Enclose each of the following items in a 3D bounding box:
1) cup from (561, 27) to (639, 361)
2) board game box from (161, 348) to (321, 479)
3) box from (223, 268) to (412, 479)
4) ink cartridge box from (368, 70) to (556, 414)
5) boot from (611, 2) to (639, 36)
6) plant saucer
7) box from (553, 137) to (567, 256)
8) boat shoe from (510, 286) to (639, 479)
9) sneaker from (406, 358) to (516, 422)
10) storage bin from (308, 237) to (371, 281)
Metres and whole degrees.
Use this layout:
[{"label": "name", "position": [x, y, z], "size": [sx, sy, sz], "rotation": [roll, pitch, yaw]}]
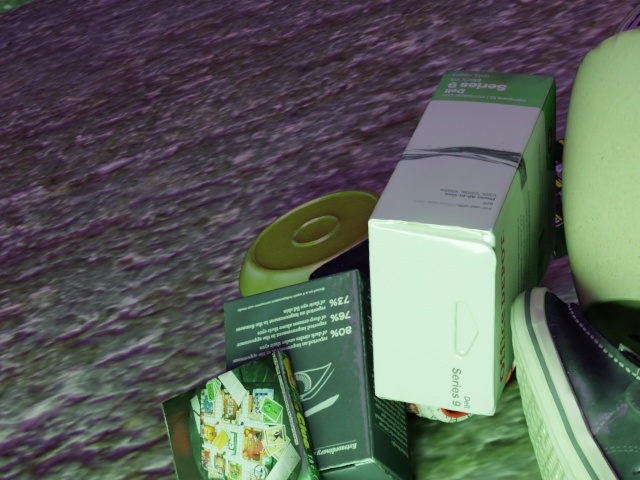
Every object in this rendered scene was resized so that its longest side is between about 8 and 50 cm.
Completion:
[{"label": "cup", "position": [0.360, -0.009, 1.548], "size": [0.331, 0.331, 0.237], "rotation": [2, 62, 44]}, {"label": "board game box", "position": [-0.062, 0.241, 1.541], "size": [0.136, 0.030, 0.259], "rotation": [-23, 58, 14]}, {"label": "box", "position": [-0.004, 0.152, 1.636], "size": [0.153, 0.108, 0.207], "rotation": [-14, 61, 21]}, {"label": "ink cartridge box", "position": [0.142, -0.005, 1.600], "size": [0.122, 0.211, 0.289], "rotation": [7, 35, 17]}, {"label": "boot", "position": [0.504, -0.272, 2.133], "size": [0.236, 0.085, 0.178], "rotation": [-30, 28, -12]}, {"label": "plant saucer", "position": [0.000, 0.000, 2.112], "size": [0.241, 0.037, 0.241], "rotation": [-20, 25, 10]}, {"label": "box", "position": [0.313, -0.069, 1.960], "size": [0.184, 0.045, 0.190], "rotation": [-30, 27, -5]}, {"label": "boat shoe", "position": [0.269, 0.189, 1.354], "size": [0.156, 0.186, 0.500], "rotation": [-17, 28, -3]}, {"label": "sneaker", "position": [0.170, 0.087, 1.736], "size": [0.270, 0.090, 0.145], "rotation": [-41, 31, -24]}, {"label": "storage bin", "position": [0.093, 0.047, 1.884], "size": [0.180, 0.084, 0.122], "rotation": [-29, 26, -11]}]
